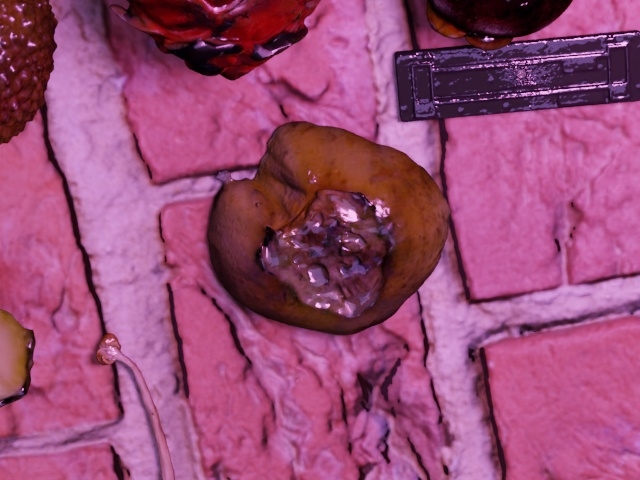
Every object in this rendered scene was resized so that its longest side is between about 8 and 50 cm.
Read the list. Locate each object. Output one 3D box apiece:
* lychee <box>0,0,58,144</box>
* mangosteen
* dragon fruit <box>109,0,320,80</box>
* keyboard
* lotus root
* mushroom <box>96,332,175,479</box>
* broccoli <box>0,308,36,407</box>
[{"bbox_3d":[-0.285,-0.151,1.562,0.171,0.171,0.171,0,109,0],"label":"lychee"},{"bbox_3d":[0.138,-0.208,1.563,0.140,0.140,0.140,0,109,0],"label":"mangosteen"},{"bbox_3d":[-0.082,-0.222,1.524,0.188,0.182,0.182,43,104,-12],"label":"dragon fruit"},{"bbox_3d":[0.166,-0.136,1.634,0.204,0.013,0.061,-5,109,2],"label":"keyboard"},{"bbox_3d":[0.004,0.001,1.651,0.204,0.078,0.183,13,108,-2],"label":"lotus root"},{"bbox_3d":[-0.139,0.209,1.753,0.028,0.026,0.286,-13,111,21],"label":"mushroom"},{"bbox_3d":[-0.362,0.128,1.605,0.245,0.248,0.288,-26,106,16],"label":"broccoli"}]
